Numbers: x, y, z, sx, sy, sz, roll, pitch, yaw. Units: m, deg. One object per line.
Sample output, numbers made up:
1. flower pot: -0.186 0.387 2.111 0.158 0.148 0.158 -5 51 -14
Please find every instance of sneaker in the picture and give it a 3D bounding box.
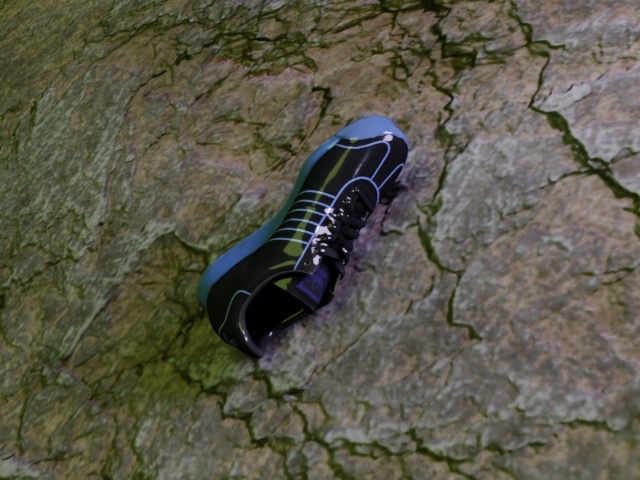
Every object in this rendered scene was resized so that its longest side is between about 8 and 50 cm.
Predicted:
1. sneaker: 0.000 0.000 0.817 0.232 0.081 0.090 -47 43 2
